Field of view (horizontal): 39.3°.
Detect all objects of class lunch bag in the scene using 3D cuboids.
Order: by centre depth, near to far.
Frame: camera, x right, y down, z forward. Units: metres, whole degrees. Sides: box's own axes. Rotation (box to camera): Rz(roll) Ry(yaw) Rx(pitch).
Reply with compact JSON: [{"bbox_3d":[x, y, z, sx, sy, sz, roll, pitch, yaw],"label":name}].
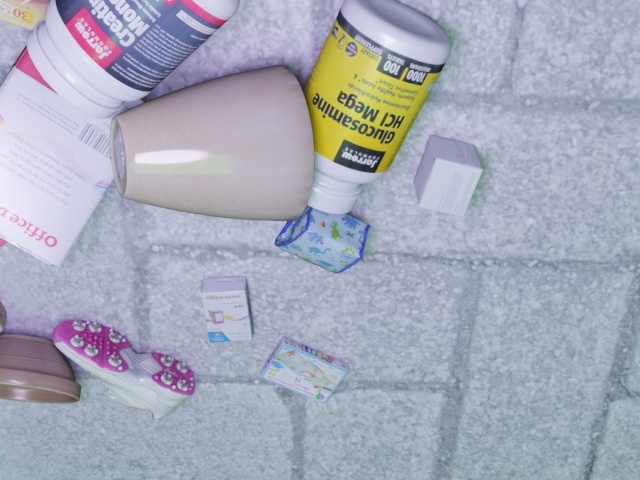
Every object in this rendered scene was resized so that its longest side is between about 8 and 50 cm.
[{"bbox_3d":[0.000,0.000,1.656,0.128,0.096,0.151,27,147,-16],"label":"lunch bag"}]

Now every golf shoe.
[{"bbox_3d":[-0.410,0.270,1.806,0.306,0.115,0.140,30,120,-16],"label":"golf shoe"}]

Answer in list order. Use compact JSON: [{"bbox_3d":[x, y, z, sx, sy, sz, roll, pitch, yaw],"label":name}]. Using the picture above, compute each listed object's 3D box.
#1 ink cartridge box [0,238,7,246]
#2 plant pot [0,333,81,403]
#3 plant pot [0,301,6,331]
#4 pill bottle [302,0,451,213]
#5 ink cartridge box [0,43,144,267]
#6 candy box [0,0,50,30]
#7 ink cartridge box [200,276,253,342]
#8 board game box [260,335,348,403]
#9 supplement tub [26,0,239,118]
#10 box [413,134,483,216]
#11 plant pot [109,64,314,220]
[{"bbox_3d":[-0.588,-0.133,1.562,0.172,0.100,0.237,-39,114,20],"label":"ink cartridge box"},{"bbox_3d":[-0.586,0.249,1.760,0.237,0.110,0.237,4,162,1],"label":"plant pot"},{"bbox_3d":[-0.672,0.146,1.734,0.096,0.109,0.109,-21,120,-3],"label":"plant pot"},{"bbox_3d":[0.061,-0.217,1.467,0.187,0.188,0.334,20,119,-12],"label":"pill bottle"},{"bbox_3d":[-0.450,-0.145,1.456,0.226,0.131,0.306,35,83,-23],"label":"ink cartridge box"},{"bbox_3d":[-0.371,-0.406,1.406,0.316,0.087,0.183,17,120,-11],"label":"candy box"},{"bbox_3d":[-0.183,0.136,1.758,0.088,0.052,0.122,-4,120,2],"label":"ink cartridge box"},{"bbox_3d":[-0.034,0.270,1.856,0.154,0.026,0.103,26,118,-15],"label":"board game box"},{"bbox_3d":[-0.270,-0.325,1.294,0.272,0.191,0.191,-38,115,18],"label":"supplement tub"},{"bbox_3d":[0.223,-0.114,1.582,0.087,0.102,0.101,12,121,-10],"label":"box"},{"bbox_3d":[-0.186,-0.143,1.421,0.274,0.256,0.257,-7,124,-22],"label":"plant pot"}]
